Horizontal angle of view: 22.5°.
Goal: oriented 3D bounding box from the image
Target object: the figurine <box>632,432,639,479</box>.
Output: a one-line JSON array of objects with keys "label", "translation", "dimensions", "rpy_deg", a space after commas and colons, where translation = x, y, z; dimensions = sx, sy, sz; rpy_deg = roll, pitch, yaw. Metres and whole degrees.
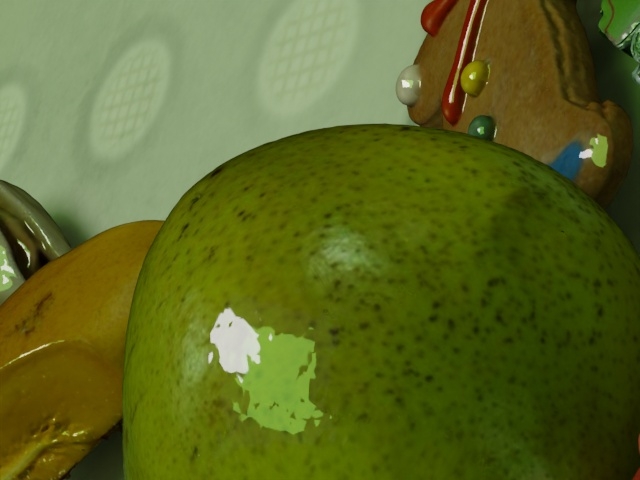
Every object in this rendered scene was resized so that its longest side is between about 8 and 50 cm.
[{"label": "figurine", "translation": [0.227, 0.112, 0.640], "dimensions": [0.208, 0.181, 0.257], "rpy_deg": [26, 91, 17]}]

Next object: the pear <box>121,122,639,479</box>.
[{"label": "pear", "translation": [0.030, 0.081, 0.807], "dimensions": [0.294, 0.294, 0.294], "rpy_deg": [-29, 48, 38]}]

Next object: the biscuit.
[{"label": "biscuit", "translation": [0.103, -0.123, 0.985], "dimensions": [0.205, 0.049, 0.324], "rpy_deg": [134, 144, -51]}]

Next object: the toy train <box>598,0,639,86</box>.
[{"label": "toy train", "translation": [0.235, -0.169, 0.881], "dimensions": [0.202, 0.060, 0.081], "rpy_deg": [-51, 38, 19]}]

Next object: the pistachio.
[{"label": "pistachio", "translation": [-0.279, 0.018, 1.358], "dimensions": [0.223, 0.126, 0.152], "rpy_deg": [15, 115, 49]}]

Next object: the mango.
[{"label": "mango", "translation": [-0.182, 0.084, 1.189], "dimensions": [0.252, 0.126, 0.154], "rpy_deg": [-49, 18, 5]}]
